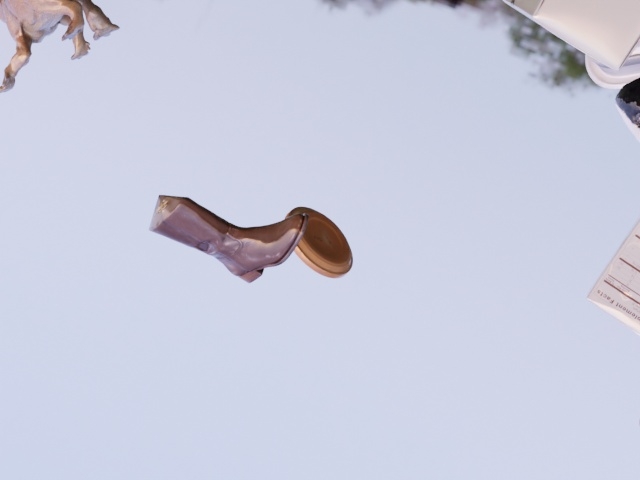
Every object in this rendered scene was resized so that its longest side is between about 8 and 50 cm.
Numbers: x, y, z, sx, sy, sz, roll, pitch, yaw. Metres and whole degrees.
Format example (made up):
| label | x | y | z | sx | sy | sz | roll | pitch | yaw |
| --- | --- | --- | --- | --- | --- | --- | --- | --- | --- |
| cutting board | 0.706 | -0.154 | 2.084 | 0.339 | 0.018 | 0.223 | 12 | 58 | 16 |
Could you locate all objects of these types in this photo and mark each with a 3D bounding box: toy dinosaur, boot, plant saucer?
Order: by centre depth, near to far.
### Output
| label | x | y | z | sx | sy | sz | roll | pitch | yaw |
| --- | --- | --- | --- | --- | --- | --- | --- | --- | --- |
| boot | -0.082 | -0.015 | 1.191 | 0.114 | 0.106 | 0.037 | 32 | -140 | -20 |
| plant saucer | 0.000 | 0.000 | 1.358 | 0.083 | 0.013 | 0.083 | 30 | -145 | -24 |
| toy dinosaur | -0.373 | -0.327 | 1.777 | 0.127 | 0.295 | 0.200 | -27 | -91 | -47 |

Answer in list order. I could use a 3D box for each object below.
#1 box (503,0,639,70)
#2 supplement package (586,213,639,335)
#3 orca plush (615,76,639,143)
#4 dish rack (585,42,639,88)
| label | x | y | z | sx | sy | sz | roll | pitch | yaw |
| --- | --- | --- | --- | --- | --- | --- | --- | --- | --- |
| box | 0.276 | -0.262 | 1.487 | 0.113 | 0.094 | 0.275 | 30 | -167 | -5 |
| supplement package | 0.447 | 0.029 | 1.842 | 0.105 | 0.179 | 0.105 | 34 | -169 | 8 |
| orca plush | 0.443 | -0.080 | 1.454 | 0.151 | 0.102 | 0.287 | -28 | -103 | -28 |
| dish rack | 0.434 | -0.357 | 1.632 | 0.285 | 0.333 | 0.072 | -7 | 156 | 40 |
